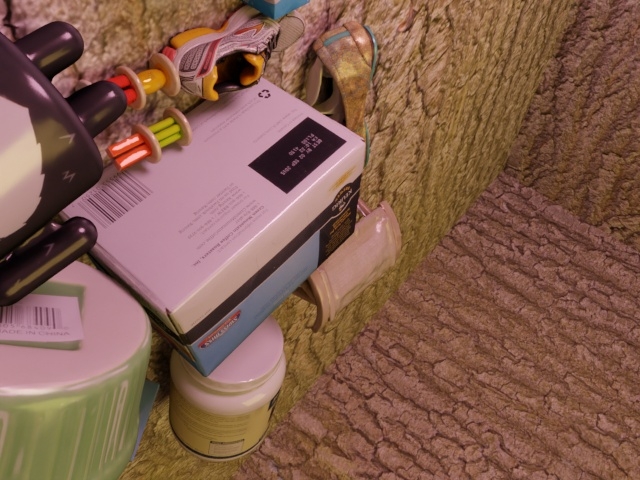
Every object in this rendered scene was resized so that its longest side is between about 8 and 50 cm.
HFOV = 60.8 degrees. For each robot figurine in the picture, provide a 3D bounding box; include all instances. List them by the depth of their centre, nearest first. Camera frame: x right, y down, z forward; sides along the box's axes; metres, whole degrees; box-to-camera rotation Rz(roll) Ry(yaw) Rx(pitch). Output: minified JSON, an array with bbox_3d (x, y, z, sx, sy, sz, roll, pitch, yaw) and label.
[{"bbox_3d":[-0.300,-0.068,0.449,0.278,0.209,0.173,-45,171,-22],"label":"robot figurine"}]

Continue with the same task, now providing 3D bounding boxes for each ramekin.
[{"bbox_3d":[-0.324,0.126,0.556,0.303,0.304,0.148,-12,128,-60],"label":"ramekin"}]

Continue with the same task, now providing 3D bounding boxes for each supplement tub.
[{"bbox_3d":[-0.202,0.301,1.167,0.235,0.235,0.324,-35,153,-40],"label":"supplement tub"}]

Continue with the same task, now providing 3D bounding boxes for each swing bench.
[{"bbox_3d":[0.000,0.000,1.087,0.253,0.255,0.165,-37,154,-37],"label":"swing bench"}]

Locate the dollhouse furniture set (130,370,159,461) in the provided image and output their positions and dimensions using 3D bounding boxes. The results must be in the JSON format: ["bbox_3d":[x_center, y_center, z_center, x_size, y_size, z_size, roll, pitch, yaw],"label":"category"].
[{"bbox_3d":[-0.457,0.383,1.005,0.286,0.198,0.303,-45,-154,54],"label":"dollhouse furniture set"}]

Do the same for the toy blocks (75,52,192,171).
[{"bbox_3d":[-0.230,-0.136,0.635,0.148,0.054,0.123,-38,138,-36],"label":"toy blocks"}]

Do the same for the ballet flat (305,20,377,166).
[{"bbox_3d":[0.029,-0.237,0.999,0.123,0.123,0.348,-44,158,-22],"label":"ballet flat"}]

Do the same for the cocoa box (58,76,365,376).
[{"bbox_3d":[-0.133,-0.027,0.789,0.347,0.231,0.227,-44,157,-24],"label":"cocoa box"}]

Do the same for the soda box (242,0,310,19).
[{"bbox_3d":[-0.051,-0.378,0.638,0.071,0.067,0.210,-41,156,-30],"label":"soda box"}]

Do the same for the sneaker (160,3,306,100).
[{"bbox_3d":[-0.096,-0.244,0.721,0.225,0.093,0.088,-41,156,-31],"label":"sneaker"}]
